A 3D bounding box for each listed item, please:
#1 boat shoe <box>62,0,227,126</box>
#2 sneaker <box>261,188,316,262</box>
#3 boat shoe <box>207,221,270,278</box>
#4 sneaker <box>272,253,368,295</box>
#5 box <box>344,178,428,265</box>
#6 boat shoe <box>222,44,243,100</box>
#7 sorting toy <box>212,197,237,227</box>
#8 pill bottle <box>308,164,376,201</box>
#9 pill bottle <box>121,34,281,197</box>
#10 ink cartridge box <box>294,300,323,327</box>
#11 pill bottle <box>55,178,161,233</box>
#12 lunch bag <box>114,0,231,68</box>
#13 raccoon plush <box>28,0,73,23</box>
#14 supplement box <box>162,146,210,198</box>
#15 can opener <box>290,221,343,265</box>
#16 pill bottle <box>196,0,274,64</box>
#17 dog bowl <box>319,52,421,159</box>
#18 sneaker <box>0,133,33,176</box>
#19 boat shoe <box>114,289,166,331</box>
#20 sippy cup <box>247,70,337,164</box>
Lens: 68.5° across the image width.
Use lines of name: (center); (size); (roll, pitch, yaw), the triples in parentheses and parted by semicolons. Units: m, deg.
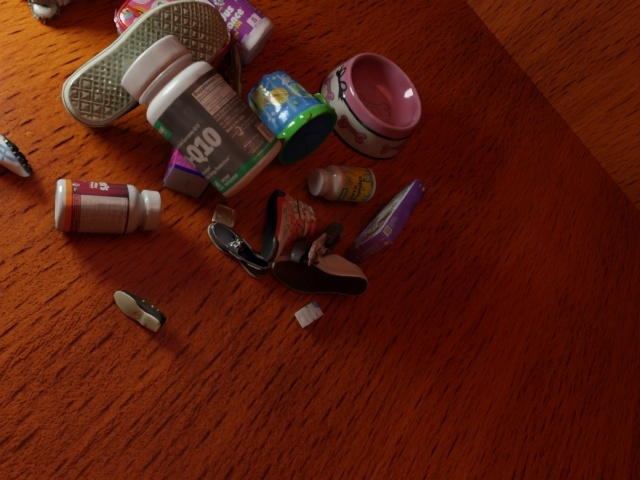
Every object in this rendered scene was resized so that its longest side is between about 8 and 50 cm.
boat shoe: (-0.462, -0.475, 1.248); (0.500, 0.156, 0.187); (-46, 120, -21)
sneaker: (-0.083, -0.028, 1.358); (0.145, 0.090, 0.270); (25, 39, -23)
boat shoe: (-0.219, 0.018, 1.293); (0.206, 0.065, 0.075); (44, 52, -7)
sneaker: (-0.007, 0.089, 1.397); (0.290, 0.106, 0.123); (15, 27, -18)
box: (0.214, -0.058, 1.519); (0.057, 0.201, 0.293); (44, 53, -7)
boat shoe: (-0.278, -0.522, 1.477); (0.060, 0.064, 0.178); (-4, 100, -12)
sorting toy: (-0.270, -0.082, 1.340); (0.062, 0.012, 0.083); (19, 63, -19)
pill bottle: (0.069, -0.187, 1.540); (0.208, 0.117, 0.118); (-1, 69, -33)
pill bottle: (-0.285, -0.298, 1.153); (0.361, 0.204, 0.204); (46, 52, -16)
ink cartridge box: (-0.038, 0.214, 1.341); (0.083, 0.028, 0.048); (-28, 85, -38)
pill bottle: (-0.504, -0.077, 1.119); (0.221, 0.121, 0.121); (2, 68, -32)
lunch bag: (-0.443, -0.597, 1.391); (0.293, 0.120, 0.258); (37, 72, -14)
raccoon plush: (-0.651, -0.740, 1.345); (0.216, 0.299, 0.446); (50, 18, 16)
supplement box: (-0.348, -0.248, 1.305); (0.114, 0.111, 0.220); (20, 59, -25)
can opener: (0.000, 0.000, 1.371); (0.093, 0.074, 0.280); (21, 20, 14)
pill bottle: (-0.313, -0.728, 1.513); (0.301, 0.169, 0.169); (37, 54, -13)
dog bowl: (0.206, -0.518, 1.761); (0.408, 0.150, 0.408); (14, 61, -27)
sneaker: (-0.762, -0.221, 1.057); (0.237, 0.085, 0.086); (42, 79, -14)
boat shoe: (-0.426, 0.161, 1.111); (0.133, 0.049, 0.042); (38, 25, -4)
sippy cup: (-0.104, -0.397, 1.474); (0.224, 0.240, 0.305); (50, 12, 10)
